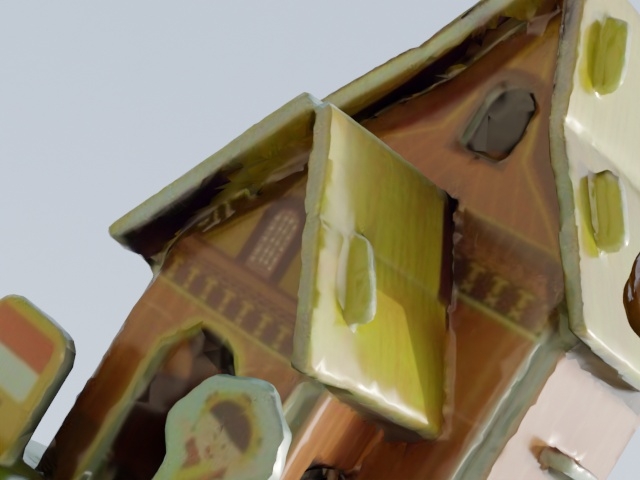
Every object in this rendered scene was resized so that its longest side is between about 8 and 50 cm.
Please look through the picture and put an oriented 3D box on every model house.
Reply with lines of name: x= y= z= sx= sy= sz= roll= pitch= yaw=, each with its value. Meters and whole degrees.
model house: x=0.000 y=0.000 z=0.758 sx=0.340 sy=0.300 sz=0.323 roll=31 pitch=-93 yaw=39

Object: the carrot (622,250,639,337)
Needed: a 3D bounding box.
carrot: x=0.132 y=-0.034 z=0.388 sx=0.061 sy=0.061 sz=0.209 roll=46 pitch=-45 yaw=11
